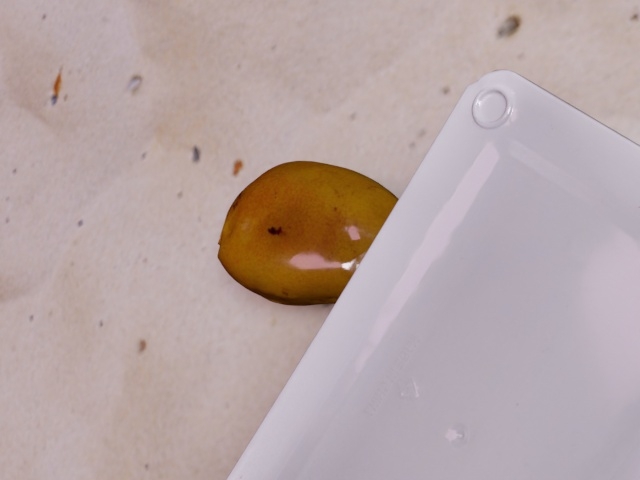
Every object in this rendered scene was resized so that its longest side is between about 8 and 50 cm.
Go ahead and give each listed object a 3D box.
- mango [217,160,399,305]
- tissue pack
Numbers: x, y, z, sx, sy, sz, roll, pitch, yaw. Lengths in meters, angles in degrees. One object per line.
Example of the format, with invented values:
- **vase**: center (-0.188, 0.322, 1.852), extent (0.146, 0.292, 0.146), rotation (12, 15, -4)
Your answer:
- **mango**: center (0.000, 0.000, 0.592), extent (0.114, 0.060, 0.080), rotation (20, 76, 39)
- **tissue pack**: center (0.086, 0.081, 0.465), extent (0.159, 0.136, 0.246), rotation (40, 104, 35)
